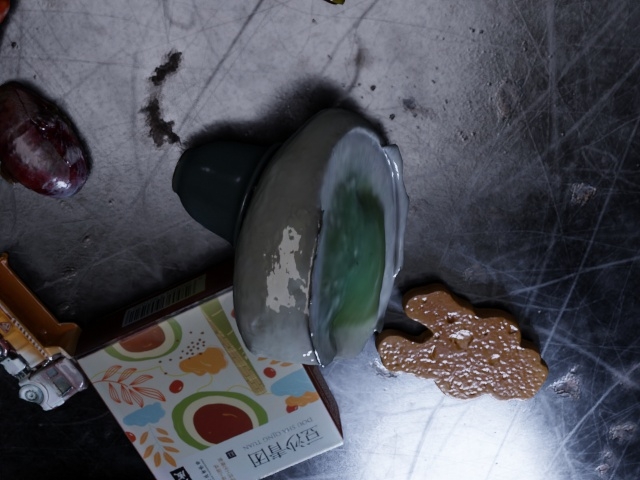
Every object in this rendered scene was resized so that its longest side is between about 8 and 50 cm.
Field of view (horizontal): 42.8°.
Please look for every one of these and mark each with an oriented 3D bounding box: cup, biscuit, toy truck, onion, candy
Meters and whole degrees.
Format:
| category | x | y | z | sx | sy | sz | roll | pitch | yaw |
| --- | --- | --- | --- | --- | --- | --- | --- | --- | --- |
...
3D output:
| category | x | y | z | sx | sy | sz | roll | pitch | yaw |
| --- | --- | --- | --- | --- | --- | --- | --- | --- | --- |
| cup | -0.160 | -0.090 | 1.338 | 0.150 | 0.199 | 0.199 | 21 | 110 | 9 |
| biscuit | 0.276 | 0.207 | 1.548 | 0.334 | 0.047 | 0.202 | 24 | 110 | -11 |
| toy truck | -0.516 | 0.165 | 1.436 | 0.135 | 0.114 | 0.270 | -32 | 109 | 13 |
| onion | -0.473 | -0.144 | 1.319 | 0.151 | 0.098 | 0.206 | -41 | 110 | 10 |
| candy | 0.000 | 0.000 | 1.312 | 0.186 | 0.386 | 0.426 | 17 | 105 | 29 |

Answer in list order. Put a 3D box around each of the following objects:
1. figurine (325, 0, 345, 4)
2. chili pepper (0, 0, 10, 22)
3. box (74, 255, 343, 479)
| category | x | y | z | sx | sy | sz | roll | pitch | yaw |
| --- | --- | --- | --- | --- | --- | --- | --- | --- | --- |
| figurine | 0.034 | -0.439 | 1.241 | 0.082 | 0.098 | 0.154 | 27 | 110 | -10 |
| chili pepper | -0.529 | -0.312 | 1.262 | 0.063 | 0.071 | 0.272 | 3 | 118 | -42 |
| box | -0.192 | 0.260 | 1.490 | 0.345 | 0.122 | 0.385 | -24 | 112 | 5 |
